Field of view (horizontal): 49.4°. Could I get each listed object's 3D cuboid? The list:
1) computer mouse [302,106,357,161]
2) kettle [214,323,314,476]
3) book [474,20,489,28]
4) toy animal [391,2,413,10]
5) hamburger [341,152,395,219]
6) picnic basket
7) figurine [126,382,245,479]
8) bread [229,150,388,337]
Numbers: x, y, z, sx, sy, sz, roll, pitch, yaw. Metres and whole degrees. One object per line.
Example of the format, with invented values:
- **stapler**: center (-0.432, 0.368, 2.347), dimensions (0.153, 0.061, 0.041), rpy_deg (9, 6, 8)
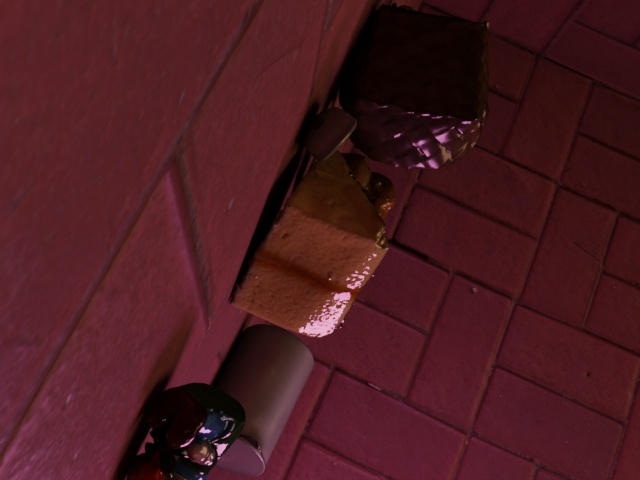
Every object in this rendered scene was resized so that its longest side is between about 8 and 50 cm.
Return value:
- **computer mouse**: center (0.008, -0.181, 1.137), dimensions (0.089, 0.056, 0.181), rpy_deg (-43, -168, 4)
- **kettle**: center (-0.188, 0.385, 1.703), dimensions (0.318, 0.265, 0.205), rpy_deg (-64, 147, -42)
- **book**: center (0.218, -0.397, 1.635), dimensions (0.352, 0.035, 0.239), rpy_deg (12, -107, 52)
- **toy animal**: center (0.156, -0.470, 1.663), dimensions (0.253, 0.070, 0.079), rpy_deg (-61, 169, -23)
- **hamburger**: center (0.037, -0.096, 1.388), dimensions (0.283, 0.144, 0.156), rpy_deg (-3, -124, 62)
- **picnic basket**: center (0.180, -0.253, 1.388), dimensions (0.337, 0.293, 0.337), rpy_deg (11, 90, -86)
- **figurine**: center (-0.195, 0.298, 0.877), dimensions (0.234, 0.127, 0.185), rpy_deg (-52, 166, -2)
- **bread**: center (0.000, 0.000, 1.210), dimensions (0.263, 0.198, 0.236), rpy_deg (-58, -171, 32)
